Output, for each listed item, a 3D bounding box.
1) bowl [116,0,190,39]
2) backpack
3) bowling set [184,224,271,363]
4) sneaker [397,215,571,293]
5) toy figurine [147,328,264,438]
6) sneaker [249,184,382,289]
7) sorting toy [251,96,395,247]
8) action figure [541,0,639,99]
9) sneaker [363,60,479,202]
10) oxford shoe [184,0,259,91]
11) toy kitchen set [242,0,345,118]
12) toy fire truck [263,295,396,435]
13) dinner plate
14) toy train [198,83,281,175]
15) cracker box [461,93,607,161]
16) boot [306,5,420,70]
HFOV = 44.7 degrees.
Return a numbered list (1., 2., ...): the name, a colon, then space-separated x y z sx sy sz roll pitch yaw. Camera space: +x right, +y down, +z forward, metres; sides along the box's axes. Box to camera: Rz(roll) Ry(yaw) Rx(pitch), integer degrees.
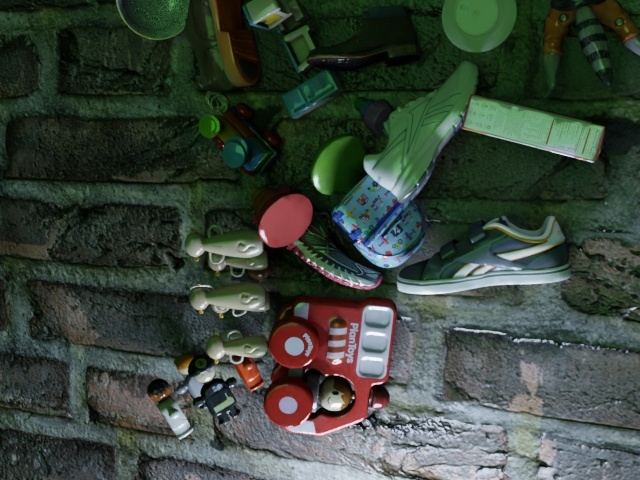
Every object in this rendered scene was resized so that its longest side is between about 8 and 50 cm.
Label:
1. bowl: -0.357 -0.517 1.658 0.080 0.170 0.170 33 115 61
2. backpack: 0.122 -0.036 1.515 0.158 0.117 0.173 -42 88 -2
3. bowling set: -0.183 0.096 1.611 0.154 0.200 0.287 -1 101 2
4. sneaker: 0.298 0.023 1.464 0.321 0.126 0.128 -8 99 12
5. toy figurine: -0.251 0.303 1.675 0.209 0.213 0.148 -24 100 28
6. sneaker: 0.000 0.000 1.585 0.299 0.121 0.112 34 88 9
7. sorting toy: -0.012 -0.155 1.535 0.365 0.127 0.126 -46 50 -4
8. action figure: 0.483 -0.435 1.301 0.341 0.178 0.330 -12 102 25
9. sneaker: 0.191 -0.218 1.436 0.129 0.111 0.297 33 82 9
10. oxford shoe: -0.237 -0.487 1.607 0.132 0.130 0.364 -10 94 29
11. toy kitchen set: -0.071 -0.360 1.533 0.122 0.166 0.207 -28 86 23
12. toy fire truck: 0.022 0.259 1.598 0.253 0.169 0.302 5 101 2
13. dinner plate: 0.295 -0.425 1.459 0.141 0.017 0.141 3 97 23
14. toy train: -0.208 -0.242 1.616 0.248 0.143 0.105 45 110 10
15. cracker box: 0.382 -0.200 1.379 0.232 0.155 0.067 19 103 18
16. boot: 0.077 -0.389 1.498 0.219 0.082 0.106 -5 84 -8
